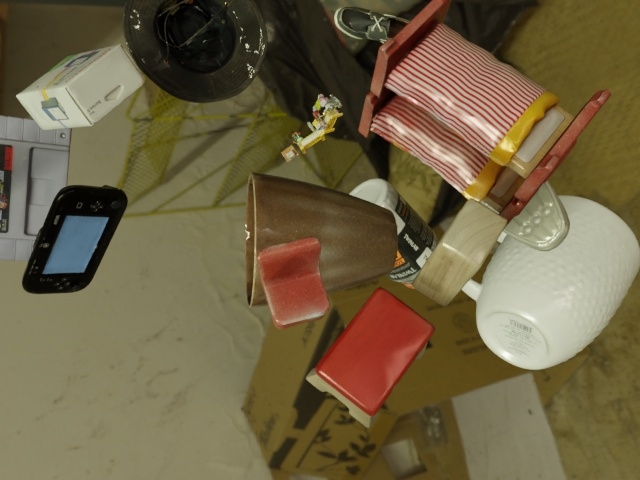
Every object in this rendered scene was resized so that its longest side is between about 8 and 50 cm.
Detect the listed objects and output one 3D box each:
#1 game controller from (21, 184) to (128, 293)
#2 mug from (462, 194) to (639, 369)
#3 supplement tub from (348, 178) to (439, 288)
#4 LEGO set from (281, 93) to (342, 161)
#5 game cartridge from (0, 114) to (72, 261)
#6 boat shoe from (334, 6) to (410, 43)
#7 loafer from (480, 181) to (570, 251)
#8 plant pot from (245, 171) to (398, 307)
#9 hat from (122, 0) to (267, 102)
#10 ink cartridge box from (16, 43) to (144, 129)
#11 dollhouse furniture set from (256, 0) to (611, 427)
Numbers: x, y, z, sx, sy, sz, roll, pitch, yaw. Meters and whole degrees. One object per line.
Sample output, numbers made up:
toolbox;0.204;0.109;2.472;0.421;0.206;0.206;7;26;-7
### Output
game controller;-0.557;0.003;1.510;0.067;0.167;0.319;47;120;24
mug;0.448;0.082;1.449;0.374;0.328;0.276;30;144;22
supplement tub;0.207;-0.012;1.917;0.194;0.316;0.193;-34;31;23
LEGO set;-0.035;-0.398;2.285;0.287;0.132;0.107;-45;72;34
game cartridge;-0.745;-0.125;1.647;0.068;0.230;0.354;-160;75;-64
boat shoe;0.147;-0.562;1.739;0.079;0.233;0.083;3;85;63
loafer;0.301;-0.096;1.099;0.112;0.112;0.319;-45;47;18
plant pot;0.000;0.000;1.080;0.215;0.231;0.215;180;90;-80
hat;-0.294;-0.479;1.586;0.134;0.332;0.331;-151;56;-80
ink cartridge box;-0.475;-0.301;1.326;0.213;0.154;0.093;8;139;42
dollhouse furniture set;0.082;-0.040;0.644;0.201;0.374;0.152;36;157;10
